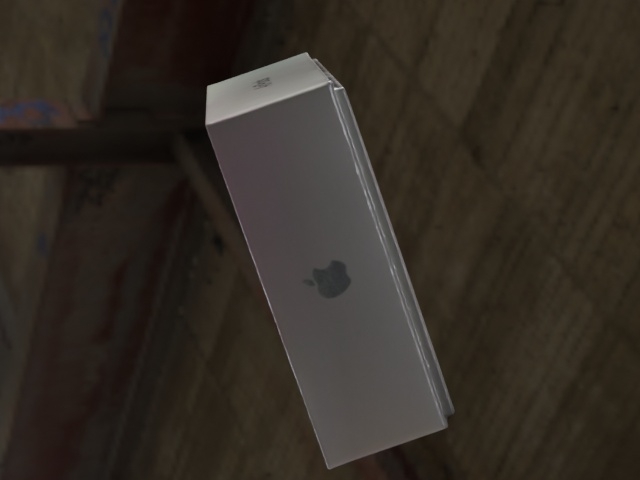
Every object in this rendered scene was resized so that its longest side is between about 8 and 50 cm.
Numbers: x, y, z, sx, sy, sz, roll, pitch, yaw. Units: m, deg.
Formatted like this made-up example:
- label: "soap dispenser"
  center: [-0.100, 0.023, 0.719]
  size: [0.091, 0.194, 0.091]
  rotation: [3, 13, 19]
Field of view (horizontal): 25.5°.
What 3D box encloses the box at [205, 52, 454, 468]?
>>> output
- label: "box"
  center: [0.000, 0.000, 0.541]
  size: [0.130, 0.051, 0.129]
  rotation: [-113, -177, -77]
